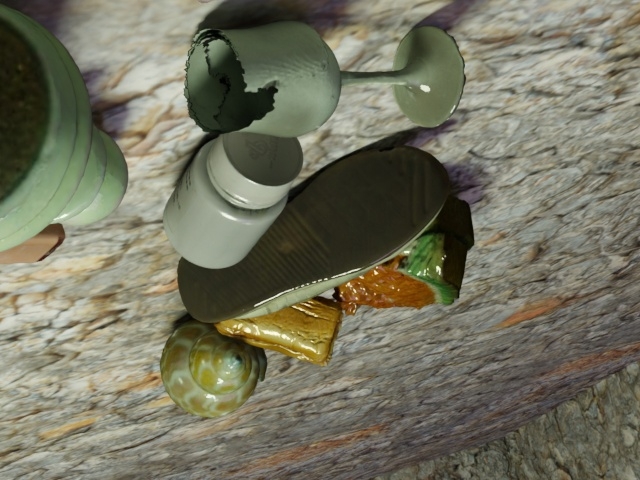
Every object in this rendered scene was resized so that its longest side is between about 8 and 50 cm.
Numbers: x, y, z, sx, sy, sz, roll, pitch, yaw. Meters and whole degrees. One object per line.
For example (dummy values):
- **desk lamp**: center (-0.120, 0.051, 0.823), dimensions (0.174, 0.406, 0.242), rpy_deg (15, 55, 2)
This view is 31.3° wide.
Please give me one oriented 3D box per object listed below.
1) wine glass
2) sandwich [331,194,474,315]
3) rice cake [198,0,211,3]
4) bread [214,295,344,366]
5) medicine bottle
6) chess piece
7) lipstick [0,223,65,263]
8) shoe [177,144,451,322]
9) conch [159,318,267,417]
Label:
- **wine glass**: center (0.005, -0.111, 0.783), dimensions (0.195, 0.079, 0.079), rpy_deg (-8, 157, -38)
- **sandwich**: center (0.078, 0.011, 1.183), dimensions (0.160, 0.109, 0.185), rpy_deg (-5, 167, 14)
- **rice cake**: center (-0.070, -0.180, 0.575), dimensions (0.047, 0.036, 0.206), rpy_deg (-12, 162, 2)
- **bread**: center (-0.042, 0.080, 1.187), dimensions (0.132, 0.074, 0.053), rpy_deg (16, 168, -2)
- **medicine bottle**: center (-0.068, -0.039, 0.897), dimensions (0.080, 0.080, 0.130), rpy_deg (-10, 158, -32)
- **chess piece**: center (-0.175, -0.052, 0.711), dimensions (0.139, 0.139, 0.272), rpy_deg (-24, 172, 6)
- **lipstick**: center (-0.259, -0.008, 0.824), dimensions (0.145, 0.045, 0.045), rpy_deg (-1, 154, -48)
- **shoe**: center (0.000, 0.000, 1.061), dimensions (0.275, 0.103, 0.098), rpy_deg (-23, 164, 21)
- **conch**: center (-0.120, 0.133, 1.260), dimensions (0.116, 0.106, 0.173), rpy_deg (3, -158, 9)
